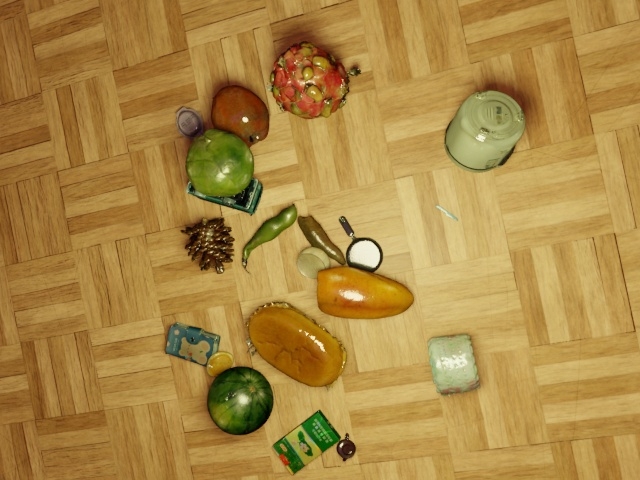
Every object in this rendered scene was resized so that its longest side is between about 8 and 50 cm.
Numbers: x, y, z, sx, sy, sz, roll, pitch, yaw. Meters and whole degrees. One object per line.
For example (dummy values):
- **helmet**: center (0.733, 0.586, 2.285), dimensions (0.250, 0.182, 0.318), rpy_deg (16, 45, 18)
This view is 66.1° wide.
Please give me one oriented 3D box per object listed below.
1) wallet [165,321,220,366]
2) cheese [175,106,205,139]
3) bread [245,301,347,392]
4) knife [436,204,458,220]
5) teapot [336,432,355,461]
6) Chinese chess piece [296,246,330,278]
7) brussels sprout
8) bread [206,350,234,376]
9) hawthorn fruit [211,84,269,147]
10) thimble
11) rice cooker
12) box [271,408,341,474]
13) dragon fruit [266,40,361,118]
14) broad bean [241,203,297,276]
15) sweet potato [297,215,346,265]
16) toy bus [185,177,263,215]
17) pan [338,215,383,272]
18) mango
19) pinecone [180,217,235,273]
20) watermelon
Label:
- **wallet**: center (-0.489, 0.401, 1.897), dimensions (0.202, 0.059, 0.141), rpy_deg (15, 101, 12)
- **cheese**: center (-0.485, -0.424, 1.882), dimensions (0.105, 0.042, 0.190), rpy_deg (-35, 85, 11)
- **bread**: center (-0.087, 0.361, 1.753), dimensions (0.389, 0.183, 0.236), rpy_deg (25, 99, 10)
- **knife**: center (0.444, -0.095, 1.723), dimensions (0.091, 0.005, 0.014), rpy_deg (35, 97, 8)
- **teapot**: center (0.092, 0.756, 1.798), dimensions (0.068, 0.045, 0.100), rpy_deg (11, 75, -12)
- **Chinese chess piece**: center (-0.025, 0.081, 1.774), dimensions (0.122, 0.051, 0.122), rpy_deg (14, 128, 19)
- **brussels sprout**: center (-0.339, -0.257, 1.643), dimensions (0.244, 0.244, 0.243), rpy_deg (0, 92, 11)
- **bread**: center (-0.380, 0.468, 1.863), dimensions (0.110, 0.024, 0.110), rpy_deg (-12, 115, -27)
- **hawthorn fruit**: center (-0.307, -0.459, 1.773), dimensions (0.210, 0.210, 0.262), rpy_deg (-43, 72, 9)
- **thimble**: center (0.447, 0.419, 1.647), dimensions (0.150, 0.185, 0.210), rpy_deg (-12, 104, 13)
- **rice cooker**: center (0.526, -0.345, 1.586), dimensions (0.226, 0.244, 0.225), rpy_deg (1, 68, -4)
- **box**: center (-0.053, 0.751, 1.830), dimensions (0.235, 0.034, 0.132), rpy_deg (-39, 84, 10)
- **dragon fruit**: center (-0.035, -0.537, 1.664), dimensions (0.269, 0.291, 0.250), rpy_deg (24, 91, 9)
- **broad bean**: center (-0.193, -0.015, 1.831), dimensions (0.098, 0.056, 0.318), rpy_deg (38, 104, 2)
- **sweet potato**: center (0.000, 0.000, 1.779), dimensions (0.077, 0.077, 0.243), rpy_deg (-41, 81, 10)
- **toy bus**: center (-0.341, -0.186, 1.805), dimensions (0.256, 0.147, 0.128), rpy_deg (17, 84, 14)
- **pan**: center (0.131, 0.014, 1.777), dimensions (0.136, 0.028, 0.235), rpy_deg (-32, 85, 10)
- **mango**: center (0.153, 0.195, 1.709), dimensions (0.350, 0.199, 0.201), rpy_deg (9, 122, -1)
- **pinecone**: center (-0.406, 0.023, 1.813), dimensions (0.186, 0.168, 0.212), rpy_deg (-12, 87, 6)
- **watermelon**: center (-0.287, 0.575, 1.772), dimensions (0.243, 0.242, 0.242), rpy_deg (0, 92, 11)
